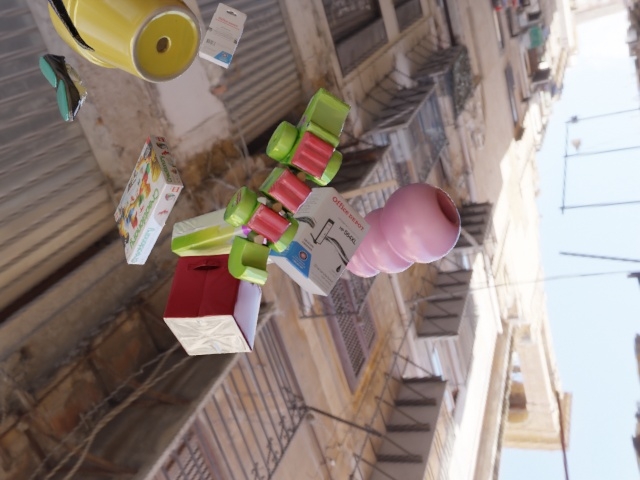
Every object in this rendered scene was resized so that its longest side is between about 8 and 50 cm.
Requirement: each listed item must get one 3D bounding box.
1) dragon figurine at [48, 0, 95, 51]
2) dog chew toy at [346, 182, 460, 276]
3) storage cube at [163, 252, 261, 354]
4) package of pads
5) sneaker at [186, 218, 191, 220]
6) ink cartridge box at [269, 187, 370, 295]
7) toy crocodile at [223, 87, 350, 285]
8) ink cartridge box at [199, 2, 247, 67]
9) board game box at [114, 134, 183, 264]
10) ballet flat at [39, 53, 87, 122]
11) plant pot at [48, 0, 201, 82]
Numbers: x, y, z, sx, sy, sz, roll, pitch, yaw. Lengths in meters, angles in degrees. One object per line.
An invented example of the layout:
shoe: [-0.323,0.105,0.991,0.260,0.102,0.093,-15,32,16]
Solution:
dragon figurine: [-0.381,-0.397,0.822,0.085,0.289,0.144,-6,-177,13]
dog chew toy: [0.192,-0.009,1.623,0.332,0.206,0.206,-31,-167,31]
storage cube: [-0.271,0.168,1.622,0.184,0.215,0.193,-4,-131,10]
package of pads: [-0.227,-0.002,1.733,0.296,0.229,0.101,-14,-117,18]
sneaker: [-0.308,-0.007,1.933,0.267,0.106,0.101,5,-167,-29]
ink cartridge box: [0.000,0.000,1.418,0.086,0.148,0.203,4,-124,55]
toy crocodile: [-0.052,-0.089,1.012,0.340,0.115,0.105,-59,-158,-6]
ink cartridge box: [-0.323,-0.681,2.082,0.104,0.180,0.060,22,177,-9]
board game box: [-0.471,-0.106,1.694,0.053,0.305,0.193,4,-136,-38]
ballet flat: [-0.563,-0.345,1.396,0.074,0.074,0.203,-25,-117,-18]
plant pot: [-0.379,-0.448,1.273,0.254,0.254,0.239,-31,-122,-31]
